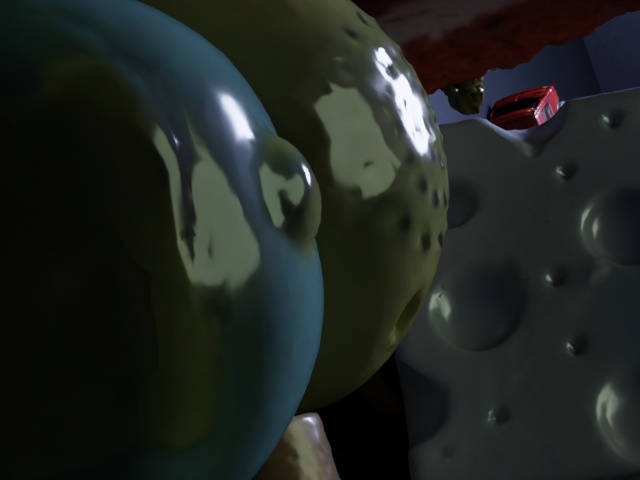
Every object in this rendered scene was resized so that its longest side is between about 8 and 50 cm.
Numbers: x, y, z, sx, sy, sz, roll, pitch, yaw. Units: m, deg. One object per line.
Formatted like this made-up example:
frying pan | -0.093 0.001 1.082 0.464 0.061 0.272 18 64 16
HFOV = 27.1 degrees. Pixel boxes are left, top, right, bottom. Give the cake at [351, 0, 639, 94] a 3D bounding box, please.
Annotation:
cake | 0.038 -0.262 0.758 0.319 0.270 0.269 32 44 -61

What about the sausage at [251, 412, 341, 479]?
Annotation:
sausage | 0.009 0.220 0.556 0.066 0.066 0.301 18 58 -68

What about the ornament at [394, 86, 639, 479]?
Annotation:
ornament | 0.173 0.075 0.809 0.239 0.239 0.239 67 14 -57

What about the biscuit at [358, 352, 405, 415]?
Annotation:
biscuit | 0.000 0.000 0.773 0.250 0.035 0.162 65 21 -21

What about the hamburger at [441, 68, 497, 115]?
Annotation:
hamburger | 0.097 -0.183 1.069 0.159 0.131 0.185 -64 137 -60

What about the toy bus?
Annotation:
toy bus | 0.259 -0.073 1.520 0.195 0.081 0.089 66 29 -18

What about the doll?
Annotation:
doll | -0.050 -0.010 0.443 0.177 0.161 0.261 69 21 -4
